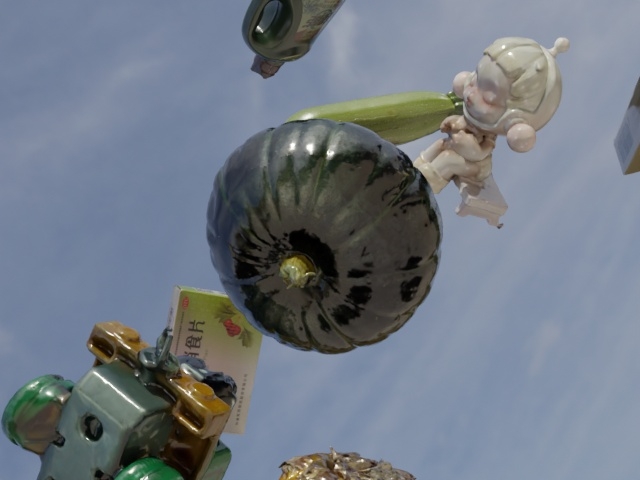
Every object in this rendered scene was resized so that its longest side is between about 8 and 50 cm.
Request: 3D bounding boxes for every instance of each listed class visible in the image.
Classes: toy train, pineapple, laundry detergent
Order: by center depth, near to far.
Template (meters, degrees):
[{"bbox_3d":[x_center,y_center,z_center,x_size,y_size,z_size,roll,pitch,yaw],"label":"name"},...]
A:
[{"bbox_3d":[0.046,0.236,0.973,0.225,0.225,0.076,7,-77,-49],"label":"pineapple"},{"bbox_3d":[-0.202,0.268,1.165,0.249,0.178,0.429,-5,-55,-58],"label":"toy train"},{"bbox_3d":[-0.046,-0.302,1.529,0.144,0.078,0.221,-11,-30,-44],"label":"laundry detergent"}]

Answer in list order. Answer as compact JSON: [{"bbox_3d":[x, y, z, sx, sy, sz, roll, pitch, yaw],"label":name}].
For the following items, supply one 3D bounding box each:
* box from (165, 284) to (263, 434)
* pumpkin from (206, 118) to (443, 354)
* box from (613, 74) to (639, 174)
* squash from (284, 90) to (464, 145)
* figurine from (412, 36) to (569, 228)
[{"bbox_3d":[-0.208,0.225,2.123,0.175,0.062,0.260,10,-87,-21],"label":"box"},{"bbox_3d":[0.000,0.000,1.148,0.250,0.250,0.216,-66,-7,24],"label":"pumpkin"},{"bbox_3d":[0.408,-0.151,1.111,0.205,0.051,0.365,-16,-12,6],"label":"box"},{"bbox_3d":[0.098,-0.190,1.823,0.341,0.094,0.094,-12,-46,-15],"label":"squash"},{"bbox_3d":[0.239,-0.160,1.503,0.256,0.144,0.182,-60,7,27],"label":"figurine"}]
